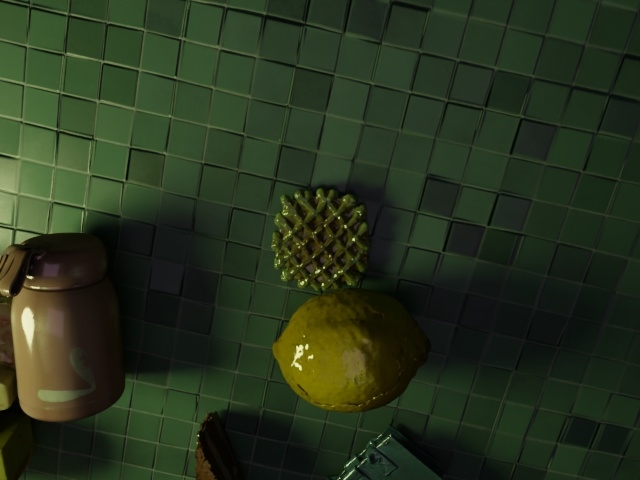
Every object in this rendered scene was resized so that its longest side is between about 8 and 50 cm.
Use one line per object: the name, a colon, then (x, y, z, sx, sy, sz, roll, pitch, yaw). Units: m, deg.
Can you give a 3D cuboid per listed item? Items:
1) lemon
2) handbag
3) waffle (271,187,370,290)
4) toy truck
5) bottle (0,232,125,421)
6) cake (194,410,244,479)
lemon: (0.051, 0.179, 0.929, 0.259, 0.204, 0.204, -4, 105, 5)
handbag: (0.111, 0.475, 1.082, 0.179, 0.062, 0.229, 40, 104, -5)
waffle: (0.000, 0.000, 0.966, 0.169, 0.036, 0.184, 1, 105, 4)
toy truck: (-0.638, 0.279, 1.001, 0.253, 0.181, 0.406, -3, 102, -4)
bottle: (-0.431, 0.138, 0.936, 0.173, 0.206, 0.297, 10, 106, 24)
cake: (-0.196, 0.470, 1.062, 0.112, 0.116, 0.296, -9, 105, 4)
